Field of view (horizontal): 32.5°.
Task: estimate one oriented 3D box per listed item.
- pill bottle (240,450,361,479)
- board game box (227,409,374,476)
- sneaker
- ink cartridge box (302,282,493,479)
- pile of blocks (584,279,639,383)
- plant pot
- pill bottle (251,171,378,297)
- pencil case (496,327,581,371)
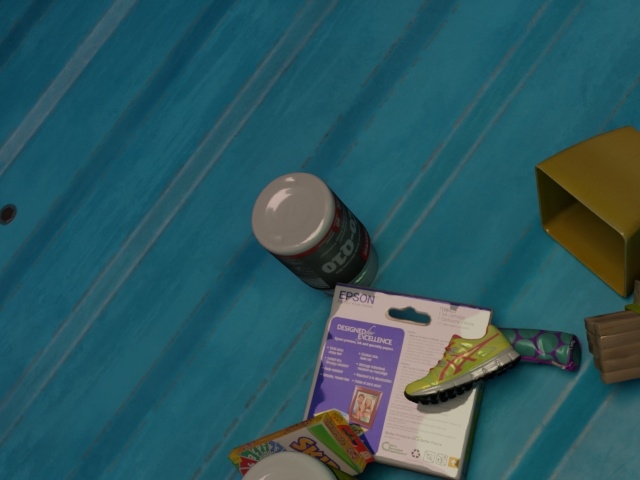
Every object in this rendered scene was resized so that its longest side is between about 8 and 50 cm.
[{"bbox_3d":[0.004,0.471,1.819,0.188,0.334,0.188,-9,65,21],"label":"pill bottle"},{"bbox_3d":[-0.036,0.390,1.961,0.259,0.124,0.039,-28,16,32],"label":"board game box"},{"bbox_3d":[0.233,0.213,1.888,0.208,0.081,0.094,-24,70,-6],"label":"sneaker"},{"bbox_3d":[0.141,0.252,1.978,0.304,0.072,0.307,9,74,20],"label":"ink cartridge box"},{"bbox_3d":[0.597,0.107,1.854,0.362,0.149,0.112,-34,15,-2],"label":"pile of blocks"},{"bbox_3d":[0.519,-0.068,1.903,0.187,0.212,0.212,-38,57,-10],"label":"plant pot"},{"bbox_3d":[0.000,0.000,2.055,0.161,0.283,0.161,-10,64,21],"label":"pill bottle"},{"bbox_3d":[0.377,0.191,1.926,0.152,0.064,0.070,3,46,27],"label":"pencil case"}]
